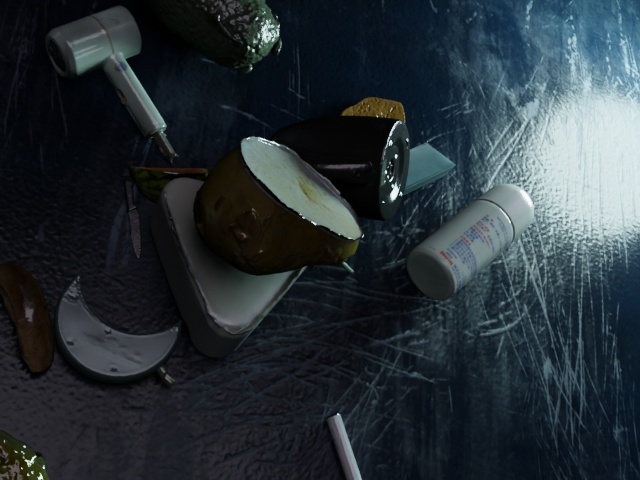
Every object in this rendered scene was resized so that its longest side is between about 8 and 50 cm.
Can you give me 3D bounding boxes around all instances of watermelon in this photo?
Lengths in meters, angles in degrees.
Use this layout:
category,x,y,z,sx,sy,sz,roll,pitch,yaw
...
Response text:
category,x,y,z,sx,sy,sz,roll,pitch,yaw
watermelon,-0.291,-0.123,1.621,0.163,0.069,0.087,-2,67,-25

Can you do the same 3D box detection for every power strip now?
category,x,y,z,sx,sy,sz,roll,pitch,yaw
power strip,-0.364,0.177,1.454,0.253,0.054,0.168,28,61,-7

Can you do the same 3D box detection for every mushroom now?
category,x,y,z,sx,sy,sz,roll,pitch,yaw
mushroom,-0.510,0.121,1.404,0.072,0.094,0.210,-23,71,-26

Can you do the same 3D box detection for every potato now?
category,x,y,z,sx,sy,sz,roll,pitch,yaw
potato,-0.089,-0.036,1.433,0.299,0.196,0.246,24,31,-42

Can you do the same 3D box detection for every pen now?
category,x,y,z,sx,sy,sz,roll,pitch,yaw
pen,0.063,0.452,1.503,0.033,0.033,0.269,-10,69,-26

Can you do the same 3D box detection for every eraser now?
category,x,y,z,sx,sy,sz,roll,pitch,yaw
eraser,-0.171,0.062,1.535,0.331,0.150,0.331,11,59,-18

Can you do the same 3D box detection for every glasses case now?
category,x,y,z,sx,sy,sz,roll,pitch,yaw
glasses case,0.173,-0.137,1.833,0.266,0.056,0.105,-25,52,-30

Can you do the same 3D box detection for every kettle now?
category,x,y,z,sx,sy,sz,roll,pitch,yaw
kettle,0.010,-0.160,1.645,0.290,0.207,0.268,11,12,19

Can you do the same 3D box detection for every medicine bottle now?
category,x,y,z,sx,sy,sz,roll,pitch,yaw
medicine bottle,0.344,-0.011,1.784,0.341,0.130,0.130,-36,82,-31

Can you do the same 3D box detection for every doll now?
category,x,y,z,sx,sy,sz,roll,pitch,yaw
doll,-0.232,-0.523,1.755,0.247,0.247,0.349,-34,78,-31

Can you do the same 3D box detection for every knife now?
category,x,y,z,sx,sy,sz,roll,pitch,yaw
knife,-0.366,-0.043,1.587,0.023,0.010,0.170,-5,69,-18

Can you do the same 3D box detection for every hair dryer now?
category,x,y,z,sx,sy,sz,roll,pitch,yaw
hair dryer,-0.399,-0.302,1.660,0.173,0.107,0.357,-32,86,-28

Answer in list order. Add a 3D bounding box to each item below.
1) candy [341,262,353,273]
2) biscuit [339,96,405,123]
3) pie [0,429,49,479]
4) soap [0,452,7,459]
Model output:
category,x,y,z,sx,sy,sz,roll,pitch,yaw
candy,0.000,0.000,1.695,0.062,0.058,0.194,-44,96,-5
biscuit,0.118,-0.260,1.876,0.220,0.029,0.142,-37,81,-32
pie,-0.579,0.426,1.233,0.371,0.078,0.297,2,65,-22
soap,-0.629,0.337,1.156,0.218,0.098,0.273,39,56,5
